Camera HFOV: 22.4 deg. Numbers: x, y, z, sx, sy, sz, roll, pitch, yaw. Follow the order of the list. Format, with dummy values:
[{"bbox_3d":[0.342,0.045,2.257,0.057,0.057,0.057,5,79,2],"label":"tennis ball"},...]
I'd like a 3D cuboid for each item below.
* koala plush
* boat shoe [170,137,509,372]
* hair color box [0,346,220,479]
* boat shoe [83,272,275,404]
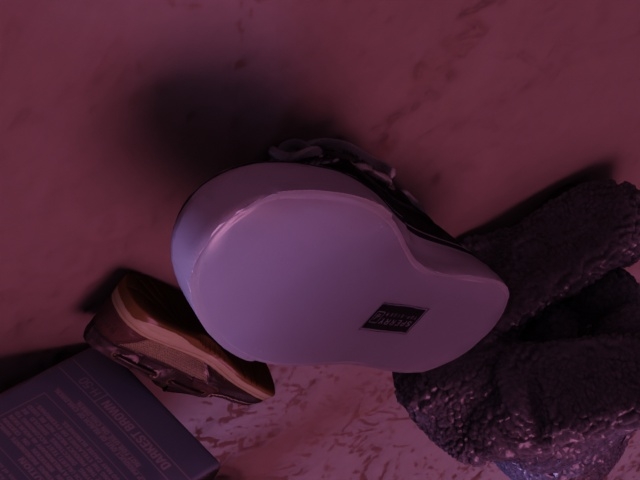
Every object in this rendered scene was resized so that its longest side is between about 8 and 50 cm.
[{"bbox_3d":[0.156,0.106,1.113,0.203,0.196,0.221,-18,148,-1],"label":"koala plush"},{"bbox_3d":[0.003,-0.003,0.888,0.113,0.105,0.306,-49,152,18],"label":"boat shoe"},{"bbox_3d":[-0.240,0.213,0.859,0.374,0.113,0.185,-27,154,-47],"label":"hair color box"},{"bbox_3d":[-0.083,0.065,0.960,0.049,0.056,0.152,-35,140,15],"label":"boat shoe"}]
